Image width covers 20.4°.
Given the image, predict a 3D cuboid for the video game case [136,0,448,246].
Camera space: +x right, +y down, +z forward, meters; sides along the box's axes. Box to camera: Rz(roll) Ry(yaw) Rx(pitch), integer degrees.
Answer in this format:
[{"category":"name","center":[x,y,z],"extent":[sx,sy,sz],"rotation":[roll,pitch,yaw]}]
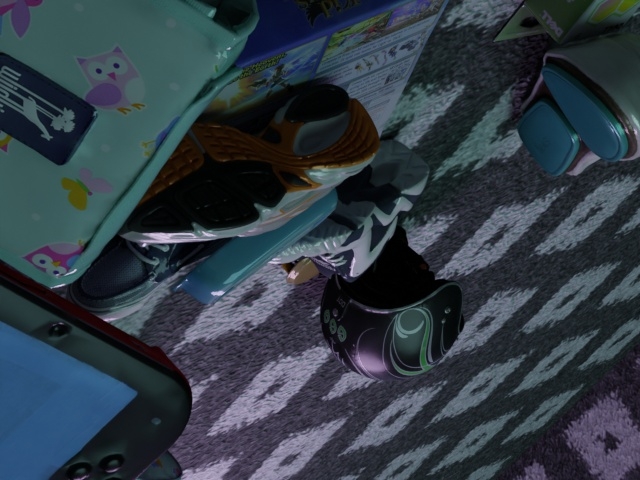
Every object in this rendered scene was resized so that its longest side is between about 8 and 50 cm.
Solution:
[{"category":"video game case","center":[-0.033,-0.127,1.507],"extent":[0.269,0.061,0.244],"rotation":[-25,159,-31]}]

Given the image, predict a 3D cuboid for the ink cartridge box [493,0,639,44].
[{"category":"ink cartridge box","center":[0.274,-0.253,1.753],"extent":[0.109,0.062,0.209],"rotation":[-18,154,-46]}]

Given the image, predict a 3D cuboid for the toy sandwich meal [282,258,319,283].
[{"category":"toy sandwich meal","center":[-0.011,0.015,1.929],"extent":[0.085,0.029,0.085],"rotation":[-35,165,-11]}]

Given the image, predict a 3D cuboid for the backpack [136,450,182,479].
[{"category":"backpack","center":[-0.229,0.267,1.883],"extent":[0.144,0.188,0.166],"rotation":[-43,159,17]}]

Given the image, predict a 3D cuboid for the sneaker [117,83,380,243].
[{"category":"sneaker","center":[-0.070,-0.035,1.422],"extent":[0.262,0.099,0.121],"rotation":[-19,159,-40]}]

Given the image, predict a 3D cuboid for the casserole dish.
[{"category":"casserole dish","center":[-0.053,0.001,1.636],"extent":[0.188,0.037,0.114],"rotation":[-37,178,-15]}]

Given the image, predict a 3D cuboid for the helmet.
[{"category":"helmet","center":[0.083,0.082,2.046],"extent":[0.169,0.169,0.161],"rotation":[-29,144,-21]}]

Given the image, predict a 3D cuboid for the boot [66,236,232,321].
[{"category":"boot","center":[-0.149,-0.004,1.598],"extent":[0.190,0.069,0.086],"rotation":[-36,158,-31]}]

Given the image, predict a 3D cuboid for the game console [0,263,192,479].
[{"category":"game console","center":[-0.322,0.166,1.438],"extent":[0.342,0.060,0.386],"rotation":[-47,135,8]}]

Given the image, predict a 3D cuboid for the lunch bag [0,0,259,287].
[{"category":"lunch bag","center":[-0.164,-0.130,0.964],"extent":[0.160,0.262,0.223],"rotation":[-14,151,-49]}]

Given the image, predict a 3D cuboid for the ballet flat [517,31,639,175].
[{"category":"ballet flat","center":[0.294,-0.152,1.838],"extent":[0.139,0.139,0.400],"rotation":[-36,178,-4]}]

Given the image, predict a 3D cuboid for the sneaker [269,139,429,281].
[{"category":"sneaker","center":[0.000,0.000,1.807],"extent":[0.235,0.094,0.153],"rotation":[-34,155,-40]}]
